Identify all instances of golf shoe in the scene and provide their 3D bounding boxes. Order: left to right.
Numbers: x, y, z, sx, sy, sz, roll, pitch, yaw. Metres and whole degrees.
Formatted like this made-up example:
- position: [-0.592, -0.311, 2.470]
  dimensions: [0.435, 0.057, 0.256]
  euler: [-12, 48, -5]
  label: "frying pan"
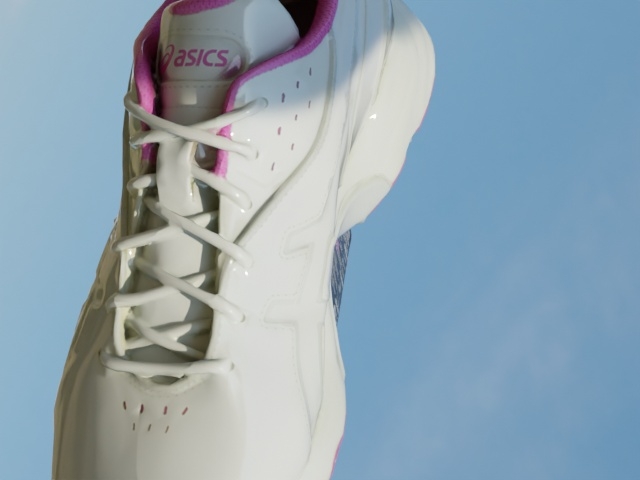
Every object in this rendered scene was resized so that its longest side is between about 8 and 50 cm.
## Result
- position: [-0.044, -0.008, 0.730]
  dimensions: [0.140, 0.115, 0.306]
  euler: [64, 33, -51]
  label: "golf shoe"

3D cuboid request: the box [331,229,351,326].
- position: [0.000, 0.000, 1.072]
  dimensions: [0.083, 0.018, 0.067]
  euler: [77, 18, -55]
  label: "box"
